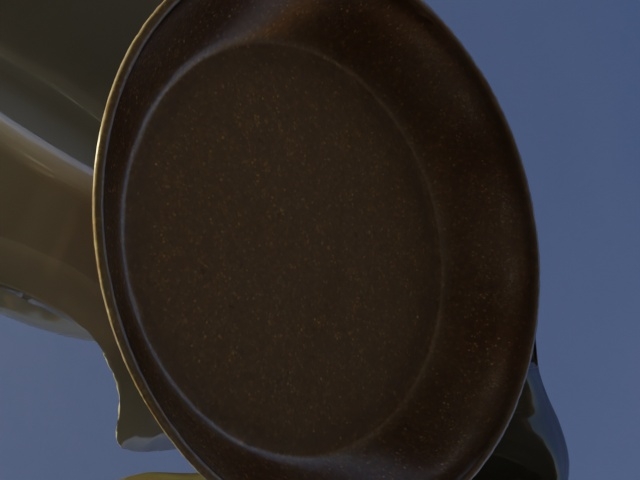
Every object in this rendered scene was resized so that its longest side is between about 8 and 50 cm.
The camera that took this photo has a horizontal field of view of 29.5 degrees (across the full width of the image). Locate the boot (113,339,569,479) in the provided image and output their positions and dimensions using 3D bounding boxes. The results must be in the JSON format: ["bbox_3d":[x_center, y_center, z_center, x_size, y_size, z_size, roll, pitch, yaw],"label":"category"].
[{"bbox_3d":[0.005,0.081,0.508,0.219,0.082,0.106,4,-107,-22],"label":"boot"}]

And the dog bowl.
[{"bbox_3d":[-0.132,-0.064,0.581,0.348,0.349,0.102,36,-70,-7],"label":"dog bowl"}]

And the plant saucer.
[{"bbox_3d":[0.000,0.000,0.419,0.198,0.036,0.199,8,-103,-40],"label":"plant saucer"}]
